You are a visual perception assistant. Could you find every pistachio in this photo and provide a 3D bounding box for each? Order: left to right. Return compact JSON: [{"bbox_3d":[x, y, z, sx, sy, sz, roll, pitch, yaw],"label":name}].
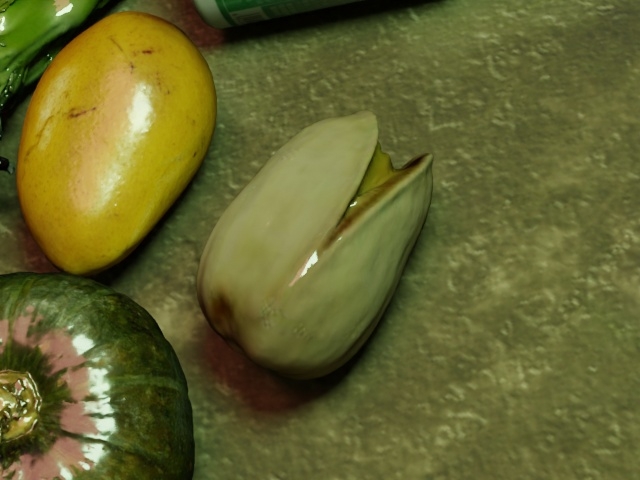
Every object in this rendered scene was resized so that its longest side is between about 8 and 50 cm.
[{"bbox_3d":[0.000,0.000,1.012,0.130,0.131,0.206,37,68,-11],"label":"pistachio"}]

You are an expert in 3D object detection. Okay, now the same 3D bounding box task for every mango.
[{"bbox_3d":[-0.160,-0.072,1.122,0.145,0.112,0.219,8,64,20],"label":"mango"}]

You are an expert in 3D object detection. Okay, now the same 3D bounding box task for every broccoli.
[{"bbox_3d":[-0.255,-0.154,1.212,0.304,0.145,0.165,-51,18,-29],"label":"broccoli"}]

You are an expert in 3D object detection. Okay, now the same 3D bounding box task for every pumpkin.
[{"bbox_3d":[-0.188,0.129,0.970,0.224,0.157,0.223,-2,70,5],"label":"pumpkin"}]

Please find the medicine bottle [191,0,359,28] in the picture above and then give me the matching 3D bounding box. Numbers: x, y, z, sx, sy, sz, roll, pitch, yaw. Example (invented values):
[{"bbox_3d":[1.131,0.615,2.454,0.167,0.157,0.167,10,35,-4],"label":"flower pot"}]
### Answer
[{"bbox_3d":[0.028,-0.256,1.174,0.274,0.133,0.133,-9,55,11],"label":"medicine bottle"}]
